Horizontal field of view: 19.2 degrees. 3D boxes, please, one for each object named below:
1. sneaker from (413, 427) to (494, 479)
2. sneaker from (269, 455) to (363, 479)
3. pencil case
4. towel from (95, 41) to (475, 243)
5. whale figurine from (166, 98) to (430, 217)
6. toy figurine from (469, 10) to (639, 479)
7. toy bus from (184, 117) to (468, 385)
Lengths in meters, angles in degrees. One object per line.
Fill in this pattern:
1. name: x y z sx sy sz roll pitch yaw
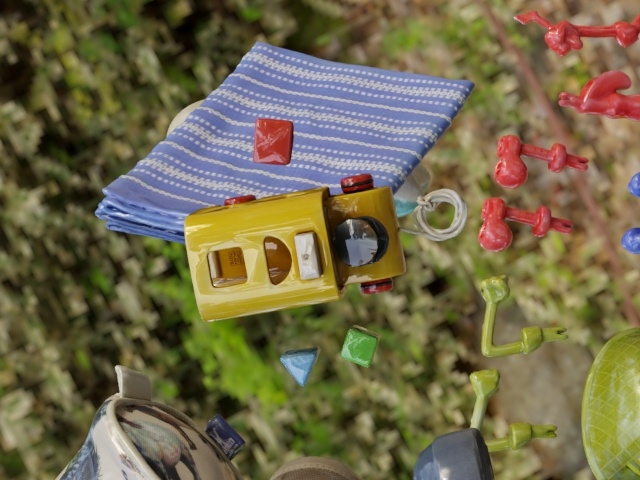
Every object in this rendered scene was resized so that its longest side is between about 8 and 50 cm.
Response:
1. sneaker: 0.046 0.242 1.108 0.112 0.131 0.319 -87 -4 -55
2. sneaker: 0.033 0.177 0.773 0.188 0.066 0.071 49 -158 -7
3. pencil case: -0.234 0.307 1.660 0.160 0.410 0.183 23 -151 -42
4. towel: -0.029 -0.089 1.761 0.336 0.243 0.040 -51 -35 -47
5. whale figurine: -0.028 -0.055 1.939 0.216 0.272 0.141 -69 -9 -72
6. toy figurine: 0.230 -0.022 1.263 0.217 0.191 0.362 135 148 -69
7. toy bus: -0.011 0.007 1.523 0.191 0.202 0.104 34 -171 2
